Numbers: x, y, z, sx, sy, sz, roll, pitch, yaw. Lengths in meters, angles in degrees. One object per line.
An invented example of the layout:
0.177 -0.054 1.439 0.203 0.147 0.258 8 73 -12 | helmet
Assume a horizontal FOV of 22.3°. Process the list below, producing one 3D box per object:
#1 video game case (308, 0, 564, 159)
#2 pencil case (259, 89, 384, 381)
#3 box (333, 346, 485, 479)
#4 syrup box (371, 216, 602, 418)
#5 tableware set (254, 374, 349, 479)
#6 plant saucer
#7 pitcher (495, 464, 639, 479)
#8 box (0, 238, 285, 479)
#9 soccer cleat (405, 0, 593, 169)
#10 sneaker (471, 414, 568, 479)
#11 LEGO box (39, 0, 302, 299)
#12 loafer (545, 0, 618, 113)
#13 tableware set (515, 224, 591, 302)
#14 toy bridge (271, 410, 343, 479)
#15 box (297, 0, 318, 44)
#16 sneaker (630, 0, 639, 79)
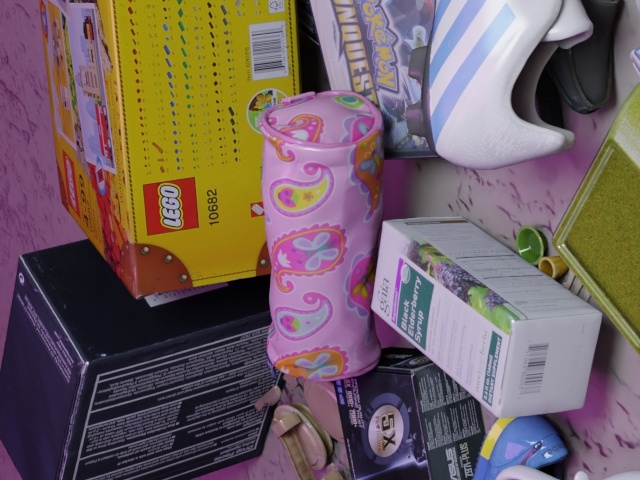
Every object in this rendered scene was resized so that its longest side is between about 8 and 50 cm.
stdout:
0.089 -0.208 1.457 0.248 0.035 0.274 1 110 46 | video game case
0.000 0.000 1.548 0.124 0.124 0.284 40 140 44 | pencil case
0.095 0.205 1.640 0.147 0.078 0.180 -1 101 57 | box
0.141 0.063 1.450 0.237 0.096 0.093 39 127 55 | syrup box
0.004 0.199 1.818 0.128 0.039 0.194 53 150 7 | tableware set
0.265 0.001 1.322 0.188 0.045 0.188 55 143 30 | plant saucer
0.235 0.250 1.383 0.177 0.125 0.207 51 152 8 | pitcher
-0.202 0.140 1.876 0.182 0.296 0.294 52 141 33 | box
0.148 -0.221 1.278 0.143 0.116 0.331 3 100 26 | soccer cleat
0.183 0.255 1.529 0.082 0.069 0.209 43 135 37 | sneaker
-0.169 -0.241 1.697 0.372 0.193 0.500 -142 45 -64 | LEGO box
0.213 -0.188 1.317 0.061 0.062 0.170 -4 100 53 | loafer
0.191 0.065 1.485 0.104 0.024 0.154 52 141 34 | tableware set
0.003 0.276 1.825 0.188 0.026 0.063 55 152 7 | toy bridge
0.018 -0.280 1.596 0.220 0.051 0.175 43 136 42 | box
0.306 -0.149 1.038 0.127 0.182 0.315 55 -177 5 | sneaker
